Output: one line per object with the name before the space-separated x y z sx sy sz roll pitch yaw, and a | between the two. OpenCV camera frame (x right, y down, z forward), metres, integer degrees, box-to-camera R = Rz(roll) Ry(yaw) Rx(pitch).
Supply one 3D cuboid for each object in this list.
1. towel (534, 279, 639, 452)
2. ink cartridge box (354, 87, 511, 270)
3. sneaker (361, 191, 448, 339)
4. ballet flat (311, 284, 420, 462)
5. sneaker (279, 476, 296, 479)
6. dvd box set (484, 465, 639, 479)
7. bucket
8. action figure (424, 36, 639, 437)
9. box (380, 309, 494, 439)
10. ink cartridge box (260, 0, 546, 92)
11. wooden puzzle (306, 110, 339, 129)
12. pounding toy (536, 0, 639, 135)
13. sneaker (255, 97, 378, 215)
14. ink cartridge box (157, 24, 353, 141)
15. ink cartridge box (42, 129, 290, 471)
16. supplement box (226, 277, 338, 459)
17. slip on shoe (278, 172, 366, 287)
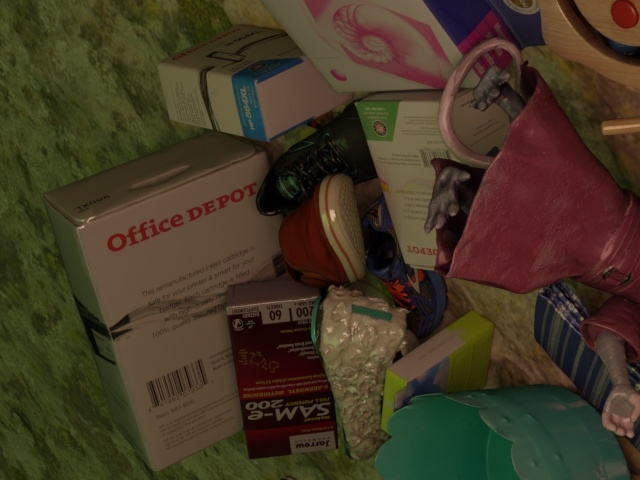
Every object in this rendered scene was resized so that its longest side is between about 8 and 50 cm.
towel | 0.356 0.189 1.446 0.336 0.040 0.243 47 173 18
ink cartridge box | 0.146 -0.075 1.534 0.154 0.093 0.212 7 120 51
sneaker | 0.095 0.032 1.688 0.083 0.087 0.221 17 131 47
ballet flat | 0.075 0.190 1.765 0.147 0.147 0.409 42 165 24
sneaker | -0.037 0.437 2.224 0.109 0.044 0.040 44 146 25
dvd box set | 0.287 0.415 1.764 0.420 0.062 0.307 5 119 51
bucket | 0.213 0.299 1.568 0.281 0.183 0.281 10 103 51
action figure | 0.270 0.004 1.326 0.370 0.275 0.248 27 109 -18
box | 0.138 0.173 1.661 0.042 0.178 0.109 35 139 34
ink cartridge box | 0.049 -0.283 1.389 0.330 0.071 0.324 4 145 49
wooden puzzle | -0.003 -0.165 1.735 0.083 0.006 0.049 24 134 41
pounding toy | 0.289 -0.194 1.193 0.269 0.155 0.154 32 143 34
sneaker | 0.011 -0.091 1.683 0.101 0.106 0.267 54 146 -3
ink cartridge box | -0.084 -0.200 1.685 0.203 0.148 0.086 17 128 45
ink cartridge box | -0.187 0.076 1.898 0.166 0.285 0.395 31 139 56
supplement box | -0.051 0.174 1.839 0.073 0.130 0.239 -95 -2 -66
slip on shoe | 0.000 0.000 1.658 0.331 0.101 0.123 102 161 -79
